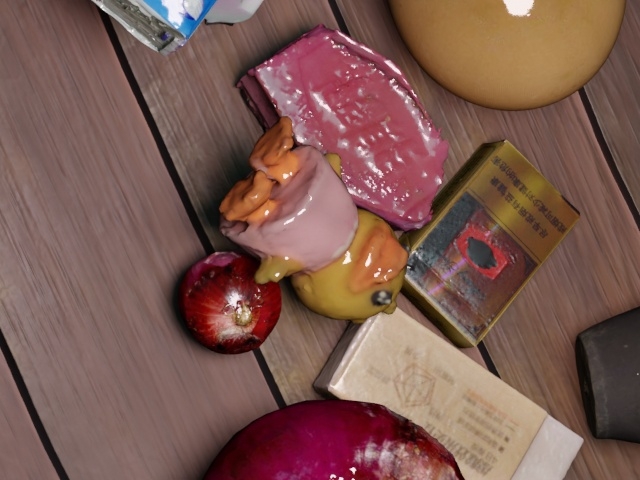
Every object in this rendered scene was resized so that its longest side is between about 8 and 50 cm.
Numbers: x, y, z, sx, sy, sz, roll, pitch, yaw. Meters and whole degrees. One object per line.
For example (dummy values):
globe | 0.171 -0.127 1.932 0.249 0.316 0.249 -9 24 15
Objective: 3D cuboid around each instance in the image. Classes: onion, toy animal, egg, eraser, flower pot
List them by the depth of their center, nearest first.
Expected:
onion | -0.007 0.318 1.774 0.336 0.282 0.260 -39 95 -3
toy animal | -0.001 0.002 1.794 0.281 0.169 0.195 38 64 -21
onion | -0.110 0.077 1.837 0.131 0.131 0.131 2 85 -17
egg | 0.228 -0.346 1.883 0.301 0.301 0.374 -8 76 -18
eraser | 0.168 0.223 1.931 0.343 0.078 0.144 35 77 -13
flower pot | 0.417 0.181 1.960 0.148 0.235 0.235 -9 88 3

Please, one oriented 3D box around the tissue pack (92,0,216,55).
tissue pack | -0.162 -0.373 1.683 0.198 0.146 0.263 38 77 -11

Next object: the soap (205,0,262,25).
soap | -0.109 -0.465 1.865 0.261 0.156 0.446 37 77 -11

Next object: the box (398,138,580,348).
box | 0.211 0.003 1.969 0.159 0.071 0.240 45 74 -11

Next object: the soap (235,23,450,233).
soap | 0.045 -0.133 1.909 0.182 0.112 0.289 -34 97 -14
